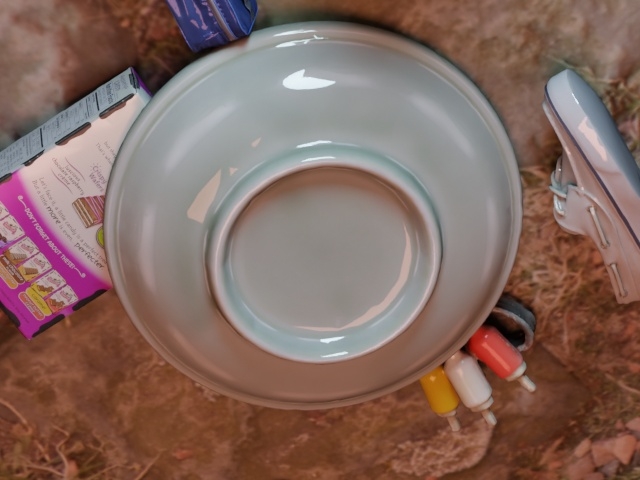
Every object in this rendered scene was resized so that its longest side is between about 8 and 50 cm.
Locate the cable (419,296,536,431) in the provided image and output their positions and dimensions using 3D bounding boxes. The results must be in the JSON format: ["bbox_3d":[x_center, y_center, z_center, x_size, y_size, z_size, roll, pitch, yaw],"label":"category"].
[{"bbox_3d":[0.109,0.066,1.841,0.139,0.072,0.287,-32,118,21],"label":"cable"}]

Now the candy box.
[{"bbox_3d":[-0.229,-0.034,1.766,0.233,0.071,0.159,-31,119,6],"label":"candy box"}]

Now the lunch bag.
[{"bbox_3d":[-0.098,-0.225,1.649,0.065,0.067,0.098,-17,122,18],"label":"lunch bag"}]

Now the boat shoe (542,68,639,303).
[{"bbox_3d":[0.257,-0.042,1.733,0.088,0.096,0.267,-24,129,17],"label":"boat shoe"}]

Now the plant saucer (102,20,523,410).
[{"bbox_3d":[0.000,0.000,1.720,0.400,0.100,0.401,-3,115,-7],"label":"plant saucer"}]
